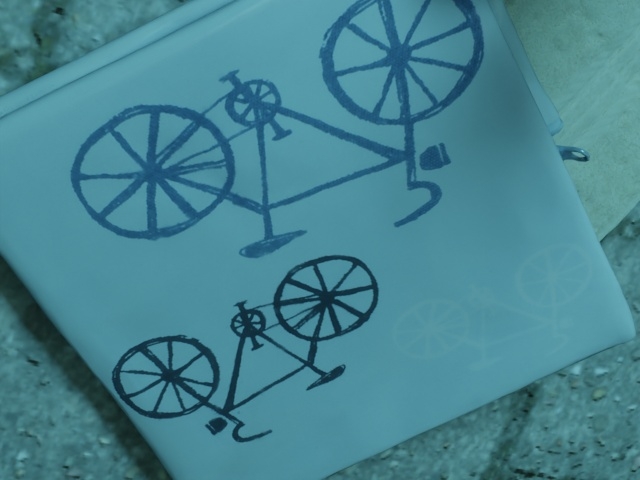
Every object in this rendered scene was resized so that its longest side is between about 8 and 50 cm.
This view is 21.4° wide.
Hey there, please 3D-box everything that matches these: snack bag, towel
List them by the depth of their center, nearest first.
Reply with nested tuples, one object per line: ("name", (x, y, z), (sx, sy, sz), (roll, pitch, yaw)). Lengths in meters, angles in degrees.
("snack bag", (0.000, 0.000, 0.992), (0.323, 0.037, 0.342), (-27, 122, 7))
("towel", (0.136, -0.081, 1.051), (0.282, 0.049, 0.187), (-47, 121, 3))
